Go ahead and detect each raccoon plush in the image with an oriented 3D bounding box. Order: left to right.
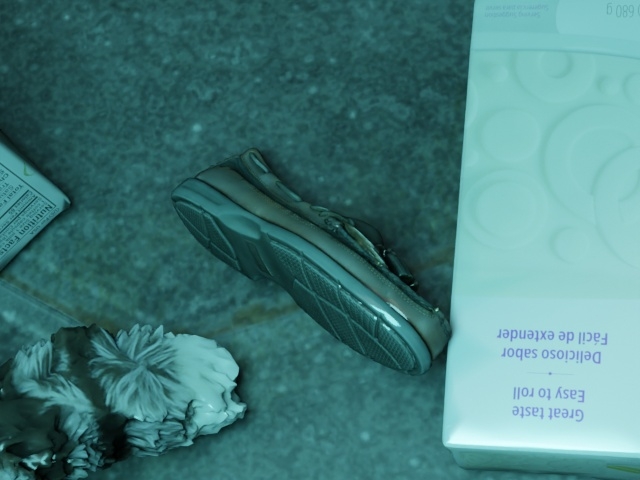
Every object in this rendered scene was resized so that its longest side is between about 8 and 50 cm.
[{"bbox_3d":[-0.283,0.229,0.999,0.447,0.299,0.216,0,54,-27],"label":"raccoon plush"}]

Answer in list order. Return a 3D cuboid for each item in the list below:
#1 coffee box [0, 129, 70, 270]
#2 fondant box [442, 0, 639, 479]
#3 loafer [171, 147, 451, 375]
[{"bbox_3d":[-0.454,-0.066,1.022,0.338,0.334,0.337,-45,69,-2],"label":"coffee box"},{"bbox_3d":[0.218,-0.004,0.990,0.238,0.096,0.330,2,73,13],"label":"fondant box"},{"bbox_3d":[0.000,0.000,1.011,0.084,0.096,0.267,-42,47,-19],"label":"loafer"}]
